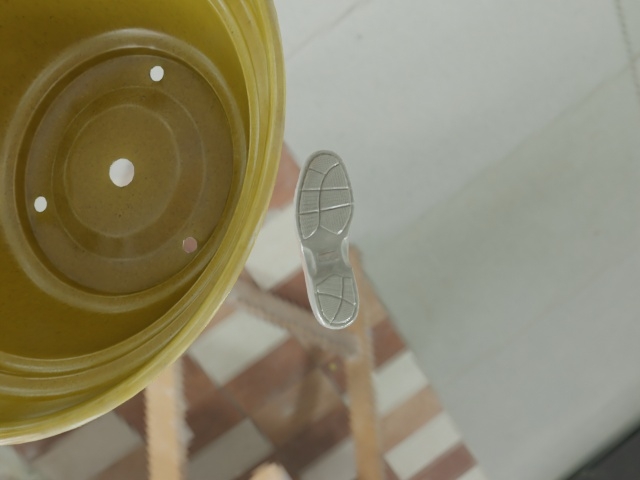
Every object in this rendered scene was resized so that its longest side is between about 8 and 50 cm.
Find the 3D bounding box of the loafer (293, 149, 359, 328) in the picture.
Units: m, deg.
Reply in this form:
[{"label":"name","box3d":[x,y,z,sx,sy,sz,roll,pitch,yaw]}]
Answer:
[{"label":"loafer","box3d":[0.000,0.000,1.190,0.045,0.125,0.039,-5,179,-18]}]

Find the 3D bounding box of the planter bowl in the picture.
[{"label":"planter bowl","box3d":[-0.092,-0.032,0.618,0.217,0.217,0.090,-45,156,12]}]
